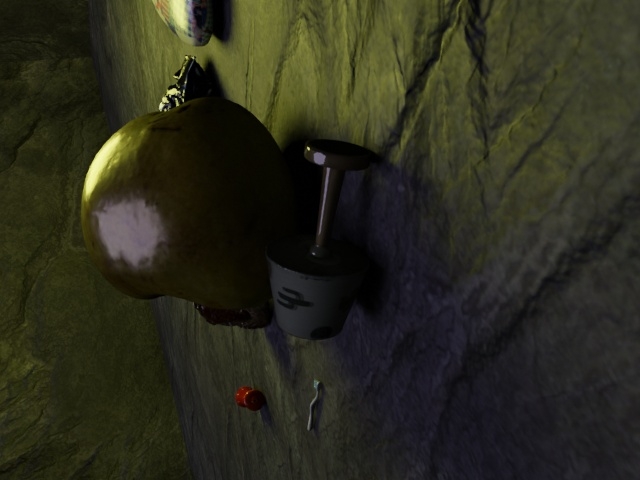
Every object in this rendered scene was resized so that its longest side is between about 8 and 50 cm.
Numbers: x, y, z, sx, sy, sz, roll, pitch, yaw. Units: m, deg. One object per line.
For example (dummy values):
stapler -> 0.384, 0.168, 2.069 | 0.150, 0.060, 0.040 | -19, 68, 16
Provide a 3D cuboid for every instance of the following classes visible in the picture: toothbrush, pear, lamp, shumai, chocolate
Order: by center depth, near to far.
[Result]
lamp -> 0.000, 0.000, 0.638 | 0.121, 0.121, 0.215 | 43, 130, 53
pear -> -0.168, -0.052, 0.803 | 0.304, 0.303, 0.304 | 42, 138, 54
toothbrush -> -0.011, 0.270, 0.924 | 0.013, 0.011, 0.131 | 41, 138, 36
chocolate -> -0.239, -0.224, 1.061 | 0.343, 0.126, 0.148 | 61, 138, 37
shumai -> -0.158, 0.127, 1.065 | 0.123, 0.105, 0.139 | 37, 171, 19

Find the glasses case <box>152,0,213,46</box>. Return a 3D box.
glasses case -> -0.267, -0.464, 1.070 | 0.327, 0.076, 0.125 | -127, 32, -46

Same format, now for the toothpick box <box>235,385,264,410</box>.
toothpick box -> -0.153, 0.344, 1.240 | 0.083, 0.047, 0.047 | -21, 82, 66
